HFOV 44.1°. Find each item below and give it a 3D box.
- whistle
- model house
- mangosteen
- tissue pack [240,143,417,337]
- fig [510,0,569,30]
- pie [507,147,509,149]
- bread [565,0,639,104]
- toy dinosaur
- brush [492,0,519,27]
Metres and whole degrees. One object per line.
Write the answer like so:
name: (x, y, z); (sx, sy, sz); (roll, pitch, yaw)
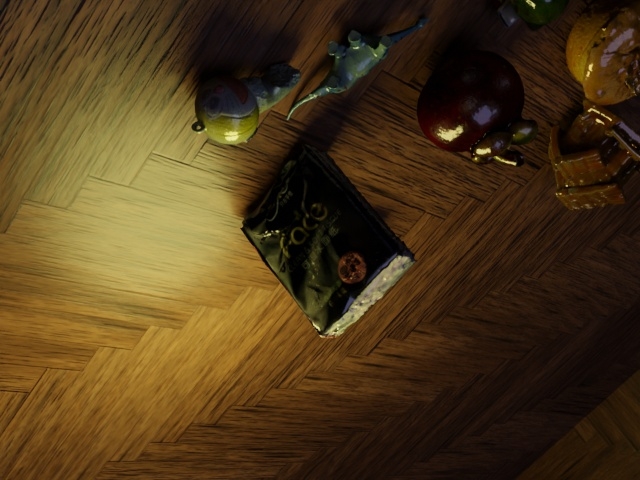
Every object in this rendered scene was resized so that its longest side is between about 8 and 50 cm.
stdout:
whistle: (-0.131, -0.250, 1.369); (0.223, 0.123, 0.123); (-36, 145, -19)
model house: (0.653, -0.185, 1.904); (0.229, 0.219, 0.199); (-55, 154, 8)
mangosteen: (0.319, -0.249, 1.561); (0.215, 0.257, 0.215); (-40, 169, -10)
tissue pack: (0.000, 0.000, 1.549); (0.245, 0.332, 0.123); (-47, 149, 16)
fig: (0.409, -0.442, 1.464); (0.117, 0.117, 0.177); (-29, 145, -5)
pie: (0.414, -0.227, 1.844); (0.084, 0.021, 0.084); (-16, 137, -16)
bread: (0.651, -0.424, 1.698); (0.268, 0.146, 0.268); (-18, 136, -19)
toy dinosaur: (0.061, -0.330, 1.434); (0.329, 0.076, 0.144); (-36, 174, 3)
brush: (0.460, -0.542, 1.510); (0.321, 0.050, 0.060); (-42, 139, 9)
